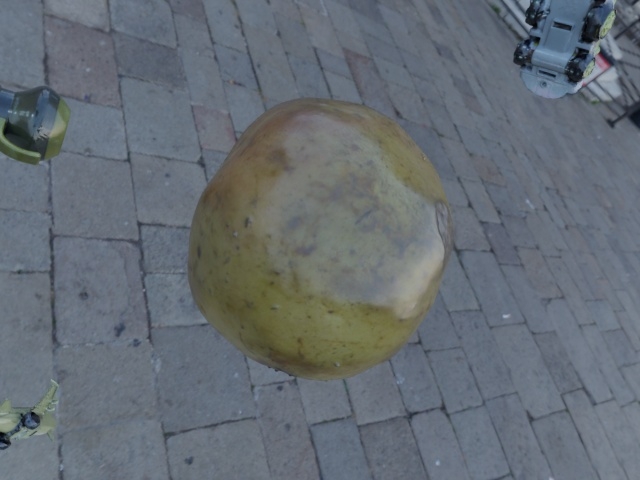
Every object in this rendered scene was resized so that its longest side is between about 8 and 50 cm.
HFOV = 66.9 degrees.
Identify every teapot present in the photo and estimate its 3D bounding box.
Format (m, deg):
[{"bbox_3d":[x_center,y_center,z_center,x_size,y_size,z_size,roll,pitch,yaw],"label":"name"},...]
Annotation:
[{"bbox_3d":[-0.477,-0.183,0.777,0.119,0.130,0.165,14,36,-32],"label":"teapot"}]

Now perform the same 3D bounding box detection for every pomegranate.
[{"bbox_3d":[0.000,0.000,0.500,0.281,0.281,0.281,23,47,-27],"label":"pomegranate"}]

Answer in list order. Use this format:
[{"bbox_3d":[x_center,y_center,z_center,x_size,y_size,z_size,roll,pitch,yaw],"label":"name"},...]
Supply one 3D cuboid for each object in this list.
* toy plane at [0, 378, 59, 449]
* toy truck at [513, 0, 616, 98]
[{"bbox_3d":[-0.651,0.397,1.058,0.229,0.244,0.092,-37,62,-11],"label":"toy plane"},{"bbox_3d":[0.246,-0.200,0.479,0.077,0.111,0.076,-34,53,-31],"label":"toy truck"}]
